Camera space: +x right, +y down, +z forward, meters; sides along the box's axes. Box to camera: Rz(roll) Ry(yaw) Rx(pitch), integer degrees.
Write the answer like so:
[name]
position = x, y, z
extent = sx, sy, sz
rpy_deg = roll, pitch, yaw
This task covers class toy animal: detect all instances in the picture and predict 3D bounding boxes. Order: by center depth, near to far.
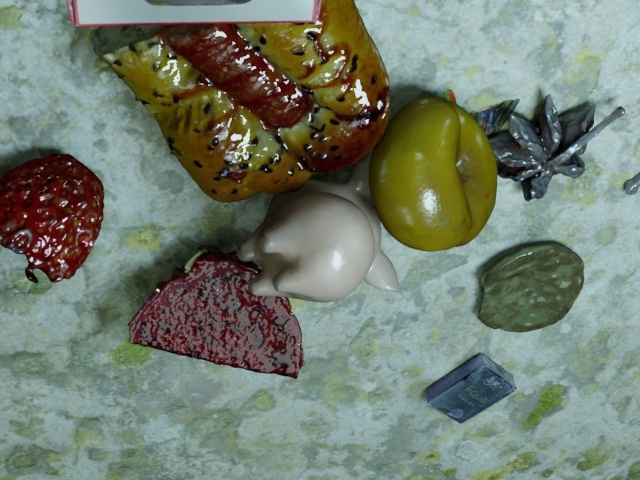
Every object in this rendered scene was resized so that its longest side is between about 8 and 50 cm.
[toy animal]
position = 0.000, 0.000, 1.702
extent = 0.269, 0.326, 0.237
rpy_deg = -14, 98, -20

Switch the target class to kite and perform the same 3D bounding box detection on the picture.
[kite]
position = 0.218, -0.173, 1.762
extent = 0.241, 0.014, 0.183
rpy_deg = -12, 131, 5

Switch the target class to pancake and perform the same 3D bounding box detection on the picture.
[pancake]
position = 0.395, 0.091, 2.005
extent = 0.222, 0.042, 0.236
rpy_deg = -24, 134, 7

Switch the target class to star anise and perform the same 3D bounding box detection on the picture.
[star anise]
position = 0.384, -0.155, 1.750
extent = 0.209, 0.089, 0.231
rpy_deg = 15, 140, -30

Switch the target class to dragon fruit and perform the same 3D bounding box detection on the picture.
[dragon fruit]
position = -0.163, 0.101, 1.882
extent = 0.316, 0.152, 0.205
rpy_deg = 14, 111, -3

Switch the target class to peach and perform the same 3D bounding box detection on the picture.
[peach]
position = 0.182, -0.102, 1.668
extent = 0.153, 0.251, 0.251
rpy_deg = 8, 143, 36

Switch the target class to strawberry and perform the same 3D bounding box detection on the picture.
[strawberry]
position = -0.435, -0.054, 1.673
extent = 0.178, 0.234, 0.234
rpy_deg = -49, 125, 0

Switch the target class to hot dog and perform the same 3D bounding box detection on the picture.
[hot dog]
position = -0.086, -0.222, 1.564
extent = 0.367, 0.196, 0.365
rpy_deg = -20, 135, 13

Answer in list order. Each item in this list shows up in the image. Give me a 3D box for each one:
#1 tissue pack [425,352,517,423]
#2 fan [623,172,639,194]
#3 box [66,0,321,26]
[tissue pack]
position = 0.309, 0.306, 2.178
extent = 0.156, 0.051, 0.112
rpy_deg = -39, 124, 25
[fan]
position = 0.635, -0.172, 1.815
extent = 0.057, 0.023, 0.282
rpy_deg = 21, 126, -35
[box]
position = -0.155, -0.457, 1.255
extent = 0.314, 0.312, 0.300
rpy_deg = -2, 132, -7
